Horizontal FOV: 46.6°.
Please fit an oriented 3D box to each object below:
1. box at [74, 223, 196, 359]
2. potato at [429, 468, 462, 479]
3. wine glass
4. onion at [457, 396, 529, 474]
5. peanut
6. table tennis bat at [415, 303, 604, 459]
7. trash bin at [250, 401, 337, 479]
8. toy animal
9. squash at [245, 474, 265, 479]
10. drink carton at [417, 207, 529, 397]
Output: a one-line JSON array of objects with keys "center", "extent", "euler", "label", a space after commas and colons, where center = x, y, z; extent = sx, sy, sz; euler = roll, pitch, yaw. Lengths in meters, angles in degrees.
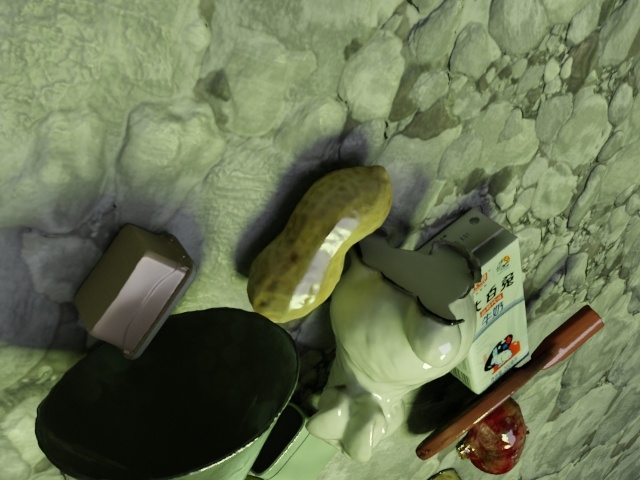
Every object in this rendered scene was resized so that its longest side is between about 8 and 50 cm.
[{"center": [-0.191, 0.048, 0.755], "extent": [0.062, 0.089, 0.122], "euler": [30, 99, -39], "label": "box"}, {"center": [0.257, 0.603, 1.591], "extent": [0.202, 0.117, 0.182], "euler": [-33, 141, -19], "label": "potato"}, {"center": [-0.113, 0.312, 0.825], "extent": [0.267, 0.267, 0.406], "euler": [-26, 120, -25], "label": "wine glass"}, {"center": [0.372, 0.428, 1.563], "extent": [0.151, 0.098, 0.206], "euler": [-30, 138, -23], "label": "onion"}, {"center": [0.000, 0.000, 0.883], "extent": [0.229, 0.098, 0.103], "euler": [-52, -178, 5], "label": "peanut"}, {"center": [0.339, 0.264, 1.350], "extent": [0.414, 0.051, 0.268], "euler": [-40, 166, 4], "label": "table tennis bat"}, {"center": [-0.038, 0.313, 1.127], "extent": [0.116, 0.059, 0.130], "euler": [-49, 142, 0], "label": "trash bin"}, {"center": [0.084, 0.169, 1.009], "extent": [0.258, 0.194, 0.357], "euler": [-72, 179, -62], "label": "toy animal"}, {"center": [-0.140, 0.393, 1.059], "extent": [0.186, 0.123, 0.123], "euler": [-13, 129, -39], "label": "squash"}, {"center": [0.245, 0.106, 1.184], "extent": [0.130, 0.106, 0.315], "euler": [-38, 138, -15], "label": "drink carton"}]
